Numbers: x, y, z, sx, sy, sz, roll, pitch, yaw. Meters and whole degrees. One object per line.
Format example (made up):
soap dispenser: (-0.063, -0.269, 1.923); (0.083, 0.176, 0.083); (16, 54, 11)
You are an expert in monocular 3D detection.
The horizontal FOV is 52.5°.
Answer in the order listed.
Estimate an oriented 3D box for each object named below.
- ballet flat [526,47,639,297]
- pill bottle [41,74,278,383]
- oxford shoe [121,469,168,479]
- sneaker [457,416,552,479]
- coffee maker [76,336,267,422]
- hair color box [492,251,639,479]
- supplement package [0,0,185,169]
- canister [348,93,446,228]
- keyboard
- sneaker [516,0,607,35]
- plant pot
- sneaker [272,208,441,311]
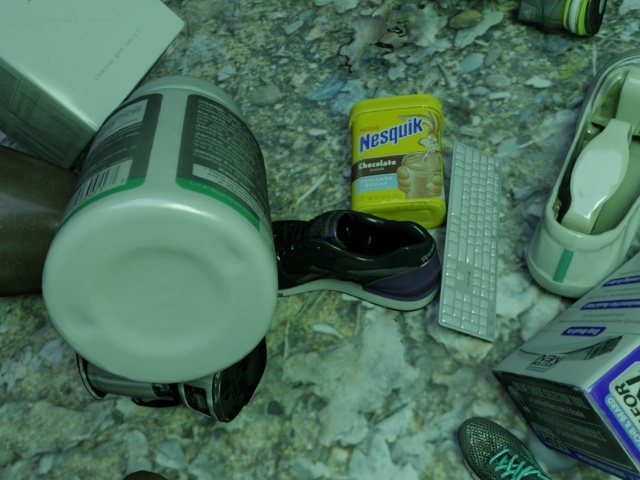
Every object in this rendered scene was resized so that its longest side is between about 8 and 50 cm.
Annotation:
ballet flat: (0.354, -0.117, 0.758); (0.139, 0.139, 0.400); (21, 65, 24)
pill bottle: (-0.156, -0.041, 0.701); (0.204, 0.204, 0.361); (-16, 33, 3)
oxford shoe: (-0.220, 0.340, 0.648); (0.096, 0.083, 0.227); (11, 61, 45)
sneaker: (0.194, 0.229, 0.610); (0.065, 0.076, 0.166); (-36, 58, -11)
coffee maker: (-0.156, 0.110, 0.739); (0.178, 0.120, 0.171); (7, 60, 16)
hair color box: (0.347, 0.067, 0.601); (0.339, 0.185, 0.110); (-34, 88, -9)
supplement package: (-0.355, -0.247, 0.888); (0.263, 0.198, 0.199); (-15, 40, 59)
canister: (0.099, -0.099, 0.840); (0.126, 0.073, 0.170); (-4, 59, 11)
keyboard: (0.181, -0.007, 0.776); (0.072, 0.014, 0.256); (22, 58, -18)
sneaker: (0.377, -0.430, 0.965); (0.121, 0.111, 0.300); (13, 60, 24)
plant pot: (-0.370, -0.016, 0.836); (0.230, 0.215, 0.215); (8, 60, 1)
sneaker: (0.000, 0.000, 0.769); (0.283, 0.124, 0.107); (4, 59, 16)
